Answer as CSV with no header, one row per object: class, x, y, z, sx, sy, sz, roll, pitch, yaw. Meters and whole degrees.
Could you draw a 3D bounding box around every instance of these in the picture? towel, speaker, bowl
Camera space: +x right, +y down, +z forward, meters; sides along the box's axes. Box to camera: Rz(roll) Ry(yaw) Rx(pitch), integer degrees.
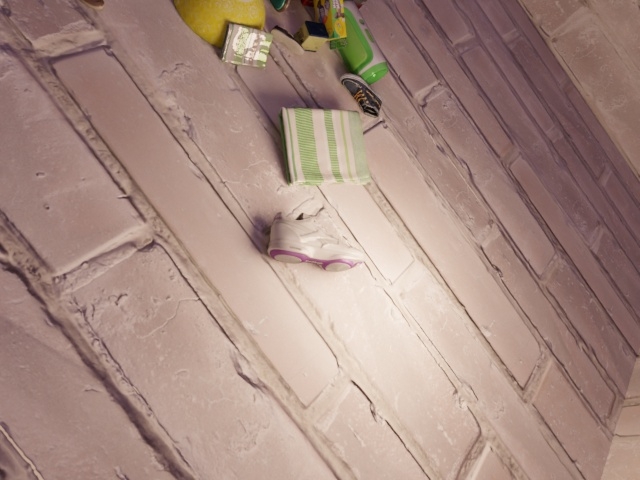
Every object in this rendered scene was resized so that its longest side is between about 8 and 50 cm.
towel,-0.219,-0.578,1.574,0.152,0.113,0.023,-2,36,-37
speaker,0.125,-0.707,1.875,0.131,0.131,0.296,-24,85,-41
bowl,-0.274,-0.733,1.569,0.289,0.156,0.289,16,61,-31
towel,0.019,-0.290,1.627,0.325,0.038,0.248,-8,88,-39

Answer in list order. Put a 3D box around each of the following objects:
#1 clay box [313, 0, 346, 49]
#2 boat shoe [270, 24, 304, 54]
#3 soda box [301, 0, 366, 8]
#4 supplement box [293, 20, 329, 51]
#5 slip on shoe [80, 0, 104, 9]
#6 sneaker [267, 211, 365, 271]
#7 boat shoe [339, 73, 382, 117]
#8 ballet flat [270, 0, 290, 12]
clay box,0.030,-0.765,1.786,0.053,0.127,0.222,-14,109,-23
boat shoe,-0.104,-0.662,1.738,0.125,0.046,0.038,29,59,-13
soda box,0.045,-0.908,1.931,0.263,0.092,0.083,-10,78,-39
supplement box,-0.032,-0.686,1.776,0.083,0.083,0.056,-9,75,-39
slip on shoe,-0.612,-0.655,1.353,0.135,0.041,0.051,47,49,-10
sneaker,0.000,0.000,1.460,0.305,0.114,0.152,14,63,-32
boat shoe,0.142,-0.504,1.834,0.183,0.065,0.083,27,54,-26
ballet flat,-0.134,-0.909,1.794,0.106,0.107,0.316,-3,73,-46
